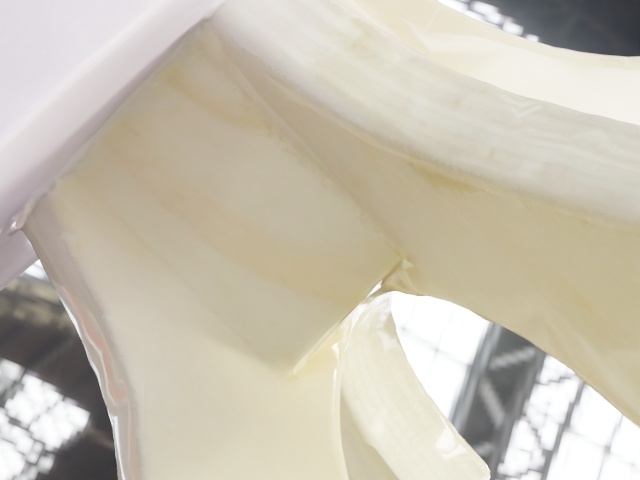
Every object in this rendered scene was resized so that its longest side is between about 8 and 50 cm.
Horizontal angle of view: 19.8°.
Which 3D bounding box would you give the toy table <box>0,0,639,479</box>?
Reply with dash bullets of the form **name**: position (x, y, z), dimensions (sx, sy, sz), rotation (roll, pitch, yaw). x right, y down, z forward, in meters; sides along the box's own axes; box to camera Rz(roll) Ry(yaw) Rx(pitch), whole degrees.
- **toy table**: position (0.000, 0.000, 0.446), dimensions (0.161, 0.274, 0.252), rotation (46, -15, 1)
